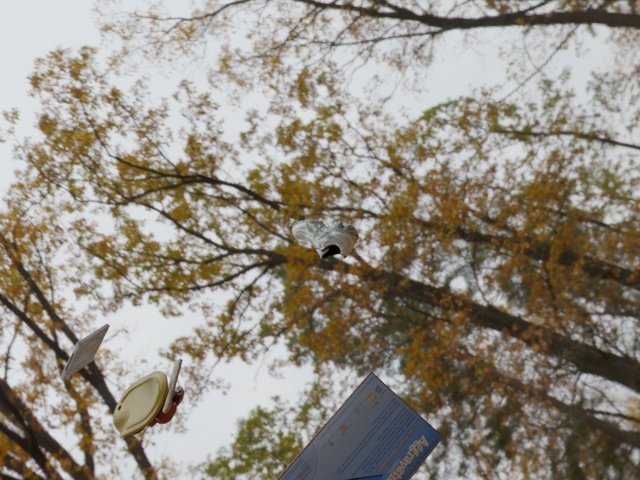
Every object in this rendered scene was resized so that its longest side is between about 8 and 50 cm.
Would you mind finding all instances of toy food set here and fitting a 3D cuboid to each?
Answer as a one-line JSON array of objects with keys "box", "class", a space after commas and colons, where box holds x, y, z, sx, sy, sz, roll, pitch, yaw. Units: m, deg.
[{"box": [-0.344, 0.347, 1.311, 0.071, 0.218, 0.128, 37, -142, -33], "class": "toy food set"}]

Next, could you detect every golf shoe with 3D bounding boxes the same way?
[{"box": [0.000, 0.000, 1.457, 0.069, 0.176, 0.086, 51, -128, -47], "class": "golf shoe"}]

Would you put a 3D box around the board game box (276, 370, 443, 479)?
[{"box": [0.036, 0.345, 0.911, 0.281, 0.145, 0.027, -46, -13, -16], "class": "board game box"}]

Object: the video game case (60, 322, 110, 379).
[{"box": [-0.492, 0.233, 1.311, 0.122, 0.011, 0.087, -54, -8, 31], "class": "video game case"}]
